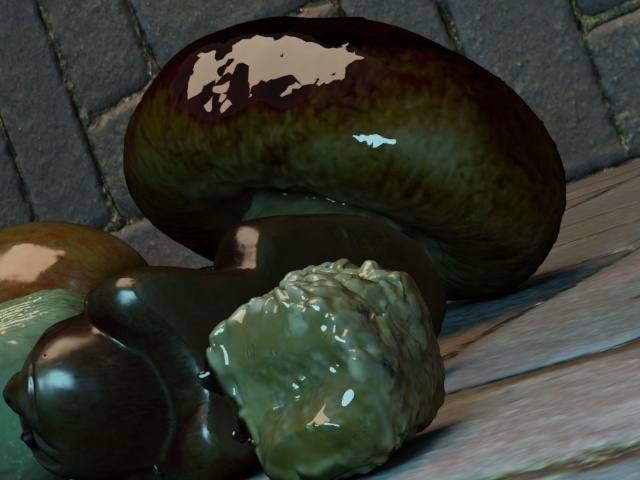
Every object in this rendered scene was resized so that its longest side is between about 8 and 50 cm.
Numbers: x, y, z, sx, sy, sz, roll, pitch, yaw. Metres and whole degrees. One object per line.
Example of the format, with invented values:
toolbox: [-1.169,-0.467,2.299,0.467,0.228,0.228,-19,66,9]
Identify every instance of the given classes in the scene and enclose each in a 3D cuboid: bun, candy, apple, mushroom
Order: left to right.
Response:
bun: [-0.209,0.115,1.043,0.203,0.127,0.212,-20,9,9]
apple: [-0.208,0.078,1.328,0.173,0.188,0.188,-14,4,31]
candy: [0.006,0.056,0.762,0.085,0.095,0.110,-25,-6,30]
mushroom: [0.020,-0.009,1.279,0.331,0.356,0.334,-13,-28,12]

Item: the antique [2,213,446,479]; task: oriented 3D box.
antique: [-0.059,0.066,0.944,0.143,0.121,0.257,-29,-5,40]
